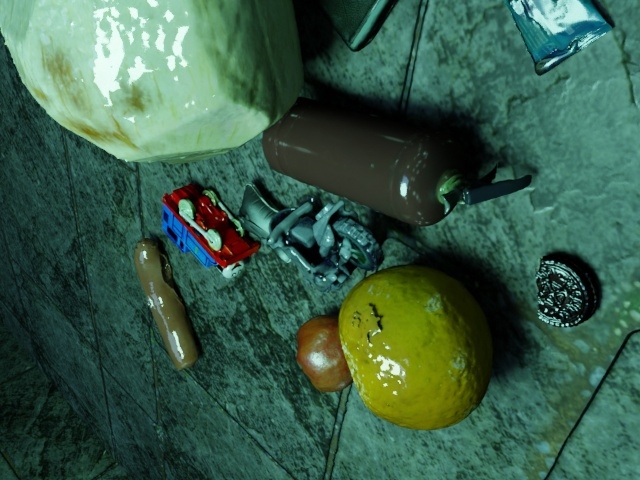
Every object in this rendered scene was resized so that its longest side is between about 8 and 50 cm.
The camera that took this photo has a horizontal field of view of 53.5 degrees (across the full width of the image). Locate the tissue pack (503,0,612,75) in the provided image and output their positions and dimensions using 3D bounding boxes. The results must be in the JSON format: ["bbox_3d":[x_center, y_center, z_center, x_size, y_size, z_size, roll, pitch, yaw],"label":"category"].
[{"bbox_3d":[0.212,-0.240,0.619,0.138,0.028,0.085,58,142,-1],"label":"tissue pack"}]

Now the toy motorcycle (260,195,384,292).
[{"bbox_3d":[0.000,0.000,0.925,0.159,0.106,0.270,45,161,0],"label":"toy motorcycle"}]

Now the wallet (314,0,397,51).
[{"bbox_3d":[-0.012,-0.400,0.758,0.318,0.045,0.172,52,145,10],"label":"wallet"}]

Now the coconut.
[{"bbox_3d":[-0.203,-0.260,0.789,0.415,0.344,0.415,57,159,36],"label":"coconut"}]

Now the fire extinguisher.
[{"bbox_3d":[0.078,-0.099,0.787,0.337,0.135,0.114,27,135,43],"label":"fire extinguisher"}]

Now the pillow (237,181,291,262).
[{"bbox_3d":[-0.089,-0.031,1.077,0.135,0.055,0.091,34,104,26],"label":"pillow"}]

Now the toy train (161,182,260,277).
[{"bbox_3d":[-0.213,-0.015,1.206,0.204,0.082,0.131,45,140,23],"label":"toy train"}]

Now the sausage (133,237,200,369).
[{"bbox_3d":[-0.362,0.147,1.483,0.087,0.079,0.327,6,116,59],"label":"sausage"}]

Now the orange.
[{"bbox_3d":[0.121,0.135,0.820,0.219,0.193,0.219,56,-175,-8],"label":"orange"}]

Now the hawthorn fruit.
[{"bbox_3d":[0.023,0.179,1.025,0.140,0.125,0.125,-15,101,54],"label":"hawthorn fruit"}]

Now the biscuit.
[{"bbox_3d":[0.276,0.059,0.733,0.087,0.027,0.089,47,141,17],"label":"biscuit"}]
